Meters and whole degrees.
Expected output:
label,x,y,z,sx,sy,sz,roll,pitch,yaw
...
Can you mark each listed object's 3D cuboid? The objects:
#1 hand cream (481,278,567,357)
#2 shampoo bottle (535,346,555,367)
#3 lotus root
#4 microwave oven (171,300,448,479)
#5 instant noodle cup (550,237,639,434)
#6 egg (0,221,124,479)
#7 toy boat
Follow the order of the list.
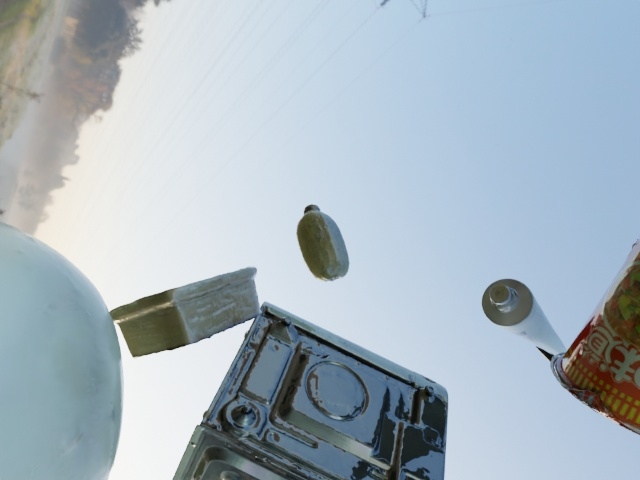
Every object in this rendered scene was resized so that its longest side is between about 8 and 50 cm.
label,x,y,z,sx,sy,sz,roll,pitch,yaw
hand cream,0.355,0.140,0.900,0.124,0.341,0.078,32,-91,40
shampoo bottle,0.501,0.258,1.061,0.048,0.027,0.137,-36,-118,-12
lotus root,0.000,-0.001,1.059,0.077,0.090,0.183,-57,-138,49
microwave oven,0.002,0.334,0.915,0.333,0.394,0.247,-66,-178,-56
instant noodle cup,0.405,0.098,0.613,0.193,0.193,0.212,46,-54,57
egg,-0.317,0.107,0.379,0.283,0.345,0.283,-22,-126,34
toy boat,-0.133,0.076,0.600,0.116,0.188,0.061,-19,-92,30
